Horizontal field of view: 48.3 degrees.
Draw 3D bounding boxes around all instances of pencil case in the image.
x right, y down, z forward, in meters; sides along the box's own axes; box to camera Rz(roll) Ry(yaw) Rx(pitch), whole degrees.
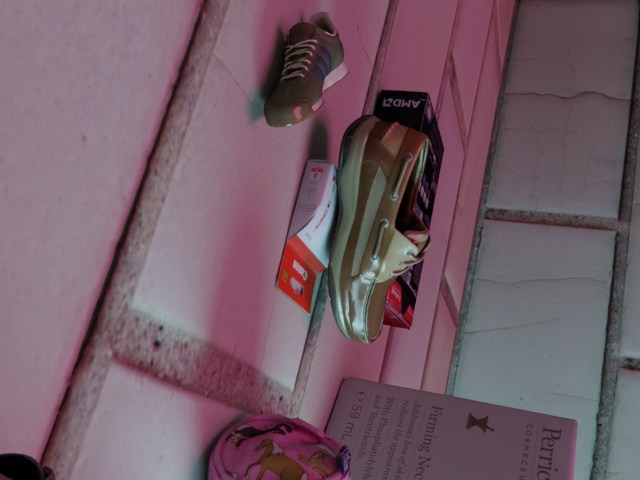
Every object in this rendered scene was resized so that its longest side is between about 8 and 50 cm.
[{"bbox_3d":[-0.049,0.403,0.824,0.160,0.167,0.387,-131,-137,-72],"label":"pencil case"}]

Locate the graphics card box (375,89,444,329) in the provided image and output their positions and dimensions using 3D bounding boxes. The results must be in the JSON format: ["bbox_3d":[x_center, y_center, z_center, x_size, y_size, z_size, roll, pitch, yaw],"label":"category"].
[{"bbox_3d":[0.135,-0.049,1.265,0.233,0.094,0.371,46,55,-65],"label":"graphics card box"}]

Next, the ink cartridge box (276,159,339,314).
[{"bbox_3d":[0.000,0.000,0.978,0.145,0.045,0.179,51,47,-63],"label":"ink cartridge box"}]

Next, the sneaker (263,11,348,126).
[{"bbox_3d":[-0.022,-0.205,0.821,0.192,0.064,0.086,-57,141,-52],"label":"sneaker"}]

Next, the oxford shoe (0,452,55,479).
[{"bbox_3d":[-0.179,0.210,0.433,0.364,0.129,0.133,76,21,-49],"label":"oxford shoe"}]

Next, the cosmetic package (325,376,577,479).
[{"bbox_3d":[0.197,0.477,1.181,0.328,0.393,0.329,78,26,-43],"label":"cosmetic package"}]

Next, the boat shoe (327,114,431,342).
[{"bbox_3d":[0.086,-0.005,0.982,0.122,0.119,0.324,-40,136,-58],"label":"boat shoe"}]
